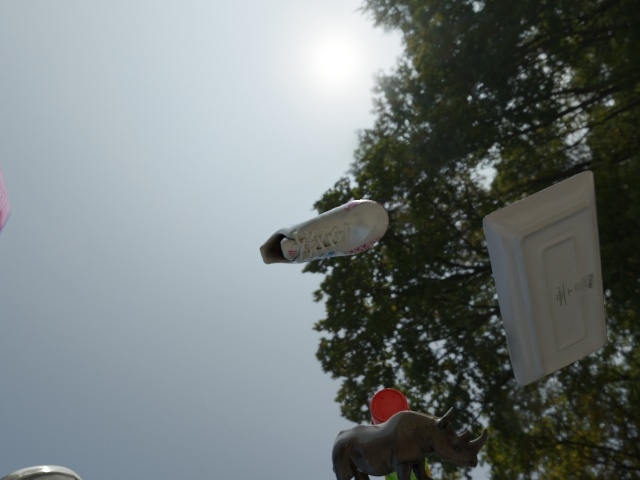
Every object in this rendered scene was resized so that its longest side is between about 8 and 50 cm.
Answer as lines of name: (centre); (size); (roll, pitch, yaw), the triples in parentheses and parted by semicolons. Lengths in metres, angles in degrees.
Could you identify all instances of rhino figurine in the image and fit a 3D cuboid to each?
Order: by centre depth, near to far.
rhino figurine: (0.118, 0.298, 0.718); (0.073, 0.243, 0.106); (14, -126, -59)

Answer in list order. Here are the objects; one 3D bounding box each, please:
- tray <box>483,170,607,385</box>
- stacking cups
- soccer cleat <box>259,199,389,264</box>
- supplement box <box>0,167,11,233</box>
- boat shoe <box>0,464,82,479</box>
tray: (0.291, 0.062, 0.628); (0.145, 0.030, 0.270); (-24, -63, -7)
stacking cups: (0.145, 0.381, 0.941); (0.096, 0.096, 0.316); (-63, -29, -33)
soccer cleat: (0.000, 0.000, 1.155); (0.143, 0.331, 0.116); (-26, -84, -49)
supplement box: (-0.556, -0.109, 0.764); (0.111, 0.220, 0.114); (-3, -149, -16)
boat shoe: (-0.378, 0.439, 0.771); (0.118, 0.103, 0.320); (-46, -40, -25)
